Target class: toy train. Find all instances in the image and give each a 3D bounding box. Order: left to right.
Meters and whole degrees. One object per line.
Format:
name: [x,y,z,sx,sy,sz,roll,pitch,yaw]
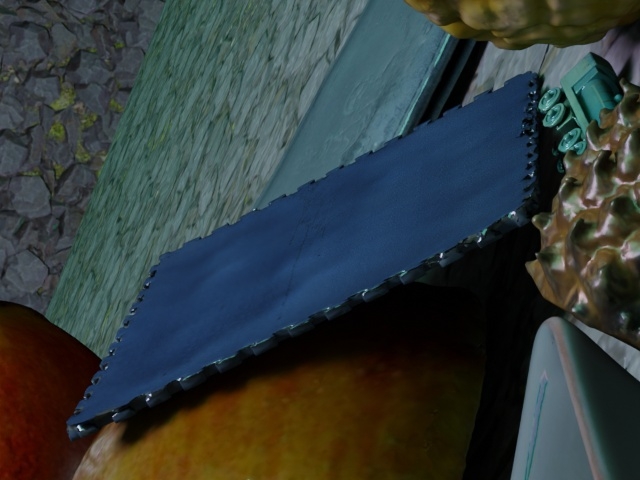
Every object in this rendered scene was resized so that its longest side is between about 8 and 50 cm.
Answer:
toy train: [0.137,-0.059,0.958,0.045,0.029,0.092,-45,23,18]

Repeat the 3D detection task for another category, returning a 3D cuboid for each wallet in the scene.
wallet: [0.030,-0.069,1.357,0.290,0.054,0.251,-62,17,-1]

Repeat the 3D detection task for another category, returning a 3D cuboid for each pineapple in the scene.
pineapple: [0.171,-0.087,0.665,0.130,0.119,0.277,-28,-38,-80]

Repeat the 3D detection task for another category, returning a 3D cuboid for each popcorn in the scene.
popcorn: [0.103,-0.175,0.976,0.170,0.180,0.180,-50,20,39]

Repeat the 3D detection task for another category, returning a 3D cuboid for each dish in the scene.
dish: [0.103,0.124,0.625,0.234,0.064,0.154,-96,11,-63]

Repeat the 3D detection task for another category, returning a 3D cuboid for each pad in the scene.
pad: [0.000,0.000,1.032,0.269,0.012,0.270,-26,14,16]

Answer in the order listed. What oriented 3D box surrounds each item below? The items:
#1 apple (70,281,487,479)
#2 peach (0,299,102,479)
apple: [-0.017,0.126,1.013,0.346,0.254,0.179,-83,-25,-68]
peach: [-0.282,0.234,1.523,0.370,0.370,0.370,-60,14,26]
